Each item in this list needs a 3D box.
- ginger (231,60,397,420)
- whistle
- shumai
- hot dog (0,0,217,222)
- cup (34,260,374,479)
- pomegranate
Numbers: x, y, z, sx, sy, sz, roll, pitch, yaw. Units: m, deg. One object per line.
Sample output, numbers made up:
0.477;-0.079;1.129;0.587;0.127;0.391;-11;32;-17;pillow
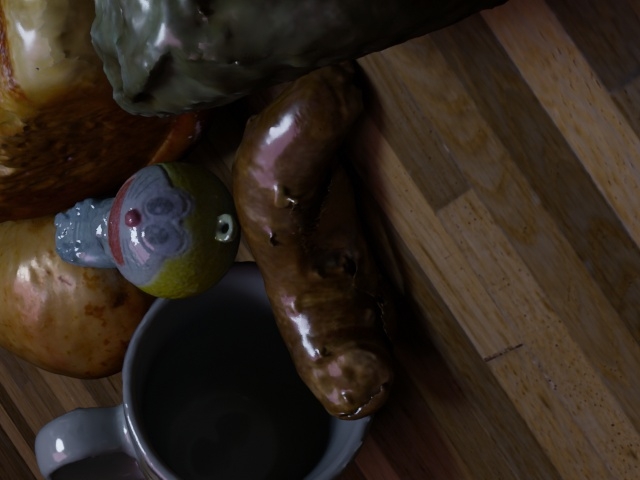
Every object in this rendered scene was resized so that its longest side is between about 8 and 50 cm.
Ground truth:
-0.005;0.000;1.283;0.133;0.107;0.309;33;141;61;ginger
-0.160;-0.009;1.339;0.223;0.123;0.123;-1;119;39;whistle
-0.033;-0.247;0.953;0.330;0.292;0.289;-156;46;-77;shumai
-0.209;-0.153;1.318;0.405;0.223;0.185;-37;64;61;hot dog
-0.116;0.180;1.443;0.257;0.301;0.227;113;142;-64;cup
-0.243;0.023;1.542;0.248;0.248;0.248;37;145;32;pomegranate
